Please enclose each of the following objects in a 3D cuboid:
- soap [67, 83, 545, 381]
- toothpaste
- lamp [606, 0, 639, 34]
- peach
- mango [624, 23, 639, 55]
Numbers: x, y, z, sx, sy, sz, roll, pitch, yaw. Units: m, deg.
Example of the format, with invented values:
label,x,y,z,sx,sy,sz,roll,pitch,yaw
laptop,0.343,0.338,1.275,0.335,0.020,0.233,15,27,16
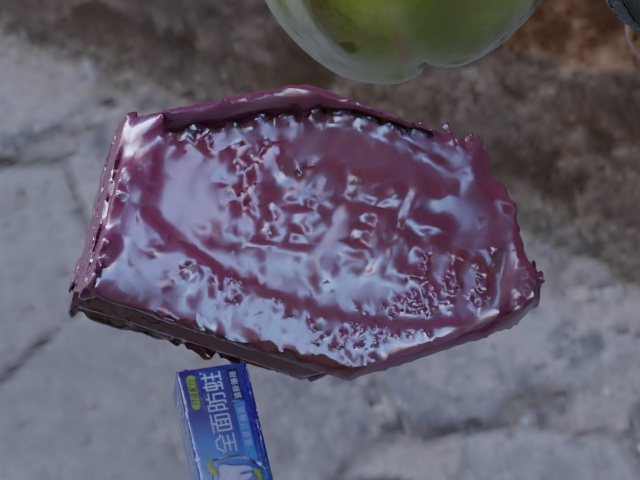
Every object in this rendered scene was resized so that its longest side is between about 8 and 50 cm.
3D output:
label,x,y,z,sx,sy,sz,roll,pitch,yaw
soap,0.000,0.000,1.254,0.112,0.289,0.182,162,125,-73
toothpaste,-0.079,0.278,1.954,0.076,0.066,0.320,-9,62,-12
lamp,0.212,-0.099,0.966,0.124,0.283,0.203,-11,68,-6
peach,0.077,-0.299,1.724,0.281,0.315,0.314,-7,13,5
mango,0.282,-0.183,1.627,0.060,0.089,0.046,-9,54,-15
